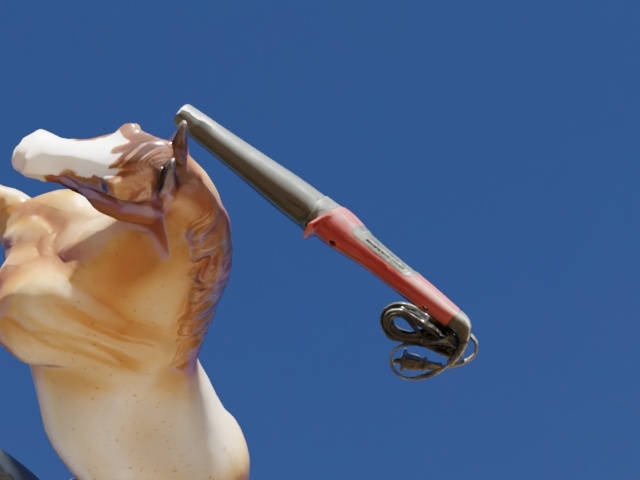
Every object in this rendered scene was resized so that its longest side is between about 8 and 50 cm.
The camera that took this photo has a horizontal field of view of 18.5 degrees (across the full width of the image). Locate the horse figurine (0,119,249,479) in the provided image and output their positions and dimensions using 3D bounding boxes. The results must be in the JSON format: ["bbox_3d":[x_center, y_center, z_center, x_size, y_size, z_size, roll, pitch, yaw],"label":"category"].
[{"bbox_3d":[-0.088,0.059,0.669,0.174,0.066,0.263,4,-54,22],"label":"horse figurine"}]

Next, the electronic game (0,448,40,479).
[{"bbox_3d":[-0.216,0.139,0.861,0.229,0.048,0.229,3,-46,3],"label":"electronic game"}]

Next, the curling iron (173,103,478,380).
[{"bbox_3d":[0.000,0.000,1.390,0.274,0.035,0.068,42,-71,1],"label":"curling iron"}]
